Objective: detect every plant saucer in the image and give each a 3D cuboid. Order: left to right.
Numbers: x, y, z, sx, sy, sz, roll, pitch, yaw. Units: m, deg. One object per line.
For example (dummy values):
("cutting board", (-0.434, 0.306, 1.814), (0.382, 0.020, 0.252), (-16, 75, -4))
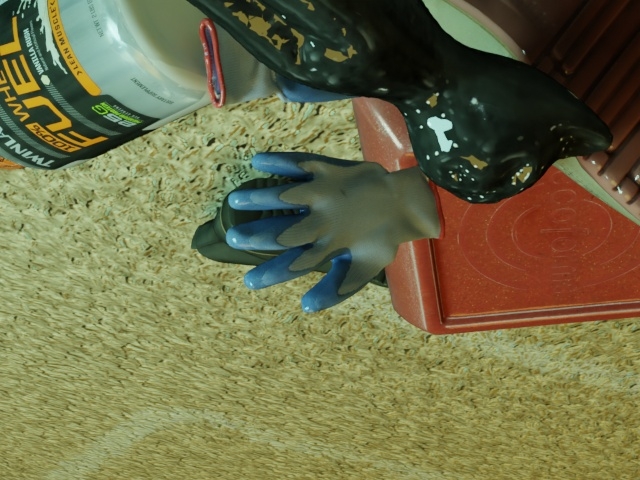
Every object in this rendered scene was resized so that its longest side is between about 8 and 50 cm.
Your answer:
("plant saucer", (0.165, -0.018, 0.805), (0.259, 0.048, 0.258), (-6, 140, 7))

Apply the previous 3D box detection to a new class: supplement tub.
("supplement tub", (-0.137, -0.110, 0.691), (0.190, 0.117, 0.117), (-19, 145, 40))

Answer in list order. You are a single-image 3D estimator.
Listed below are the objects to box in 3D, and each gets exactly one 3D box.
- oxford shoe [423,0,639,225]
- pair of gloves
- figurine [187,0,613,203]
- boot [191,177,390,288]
("oxford shoe", (0.124, -0.097, 0.559), (0.348, 0.123, 0.130), (45, 173, 5))
("pair of gloves", (0.003, -0.064, 0.668), (0.159, 0.198, 0.023), (-16, -173, -40))
("figurine", (0.074, -0.094, 0.398), (0.215, 0.092, 0.209), (-17, 136, 43))
("boot", (0.000, 0.000, 0.963), (0.198, 0.077, 0.137), (17, 164, -18))
